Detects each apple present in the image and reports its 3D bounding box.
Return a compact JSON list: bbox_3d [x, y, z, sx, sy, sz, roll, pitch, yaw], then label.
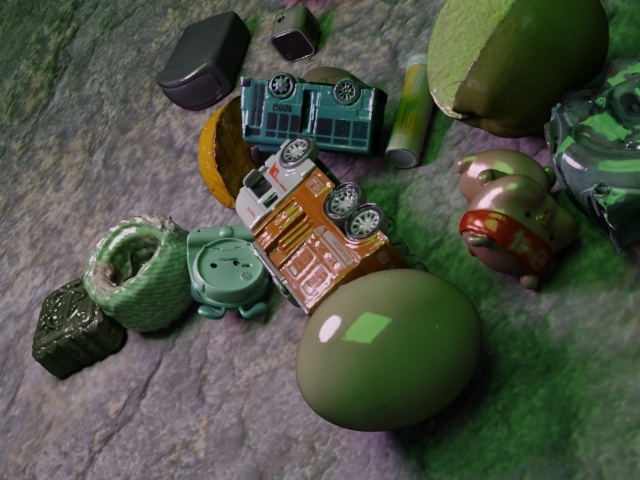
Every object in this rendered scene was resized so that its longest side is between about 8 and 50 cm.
[{"bbox_3d":[0.320,-0.291,1.497,0.258,0.233,0.295,-66,19,1],"label":"apple"}]

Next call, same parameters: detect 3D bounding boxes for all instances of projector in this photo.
[{"bbox_3d":[-0.055,-0.452,2.063,0.083,0.083,0.082,-14,48,29],"label":"projector"}]

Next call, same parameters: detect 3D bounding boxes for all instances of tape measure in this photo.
[{"bbox_3d":[0.453,-0.139,1.317,0.256,0.147,0.275,-29,45,6],"label":"tape measure"}]

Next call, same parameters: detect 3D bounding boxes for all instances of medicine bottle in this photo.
[{"bbox_3d":[0.169,-0.233,1.704,0.074,0.074,0.218,-6,54,36],"label":"medicine bottle"}]

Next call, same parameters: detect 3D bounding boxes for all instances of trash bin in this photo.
[{"bbox_3d":[-0.274,-0.415,2.200,0.176,0.101,0.236,-11,47,34],"label":"trash bin"}]

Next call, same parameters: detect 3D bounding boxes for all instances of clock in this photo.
[{"bbox_3d":[-0.159,0.059,1.673,0.148,0.060,0.189,-5,51,-9],"label":"clock"}]

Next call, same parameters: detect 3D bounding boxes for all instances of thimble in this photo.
[{"bbox_3d":[-0.324,0.060,1.781,0.219,0.150,0.219,-21,46,24],"label":"thimble"}]

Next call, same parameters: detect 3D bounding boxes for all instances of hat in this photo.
[{"bbox_3d":[-0.002,-0.302,1.867,0.166,0.144,0.173,-37,63,3],"label":"hat"}]

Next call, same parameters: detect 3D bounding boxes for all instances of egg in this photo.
[{"bbox_3d":[0.093,0.152,1.311,0.269,0.219,0.219,-18,44,6],"label":"egg"}]

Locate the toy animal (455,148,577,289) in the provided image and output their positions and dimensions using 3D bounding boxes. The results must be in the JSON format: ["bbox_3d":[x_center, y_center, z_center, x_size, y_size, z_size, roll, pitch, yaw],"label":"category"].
[{"bbox_3d":[0.278,-0.039,1.378,0.171,0.171,0.198,-21,42,24],"label":"toy animal"}]

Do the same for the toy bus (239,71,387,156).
[{"bbox_3d":[-0.017,-0.225,1.711,0.256,0.128,0.147,7,94,12],"label":"toy bus"}]

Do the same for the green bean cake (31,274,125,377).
[{"bbox_3d":[-0.477,0.156,1.874,0.183,0.094,0.185,-27,37,19],"label":"green bean cake"}]

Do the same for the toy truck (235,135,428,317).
[{"bbox_3d":[0.000,0.000,1.550,0.207,0.173,0.387,-41,39,0],"label":"toy truck"}]

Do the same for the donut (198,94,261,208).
[{"bbox_3d":[-0.169,-0.199,1.883,0.101,0.152,0.259,-6,49,45],"label":"donut"}]
